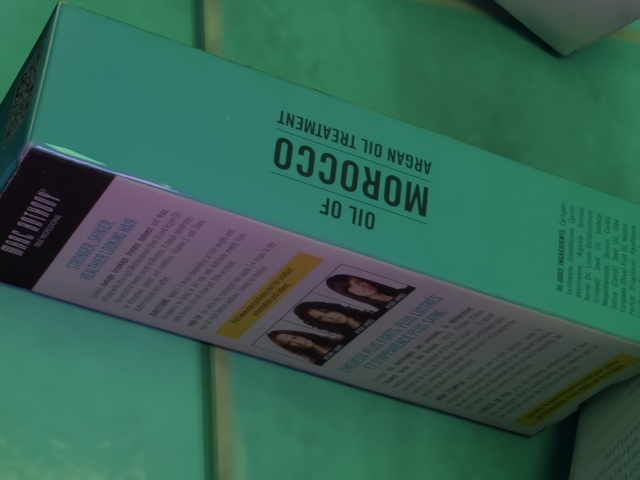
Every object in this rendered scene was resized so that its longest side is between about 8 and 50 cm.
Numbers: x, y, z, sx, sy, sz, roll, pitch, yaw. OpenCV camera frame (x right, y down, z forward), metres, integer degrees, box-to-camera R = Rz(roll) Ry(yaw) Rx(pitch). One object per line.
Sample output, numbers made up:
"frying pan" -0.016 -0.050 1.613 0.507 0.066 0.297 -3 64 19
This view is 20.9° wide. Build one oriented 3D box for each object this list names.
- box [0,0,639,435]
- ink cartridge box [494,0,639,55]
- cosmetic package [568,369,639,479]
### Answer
"box" 0.000 0.000 0.633 0.244 0.100 0.060 18 59 -19
"ink cartridge box" 0.079 -0.202 0.752 0.203 0.086 0.148 33 56 -24
"cosmetic package" 0.195 0.166 0.518 0.230 0.161 0.453 36 32 -7
